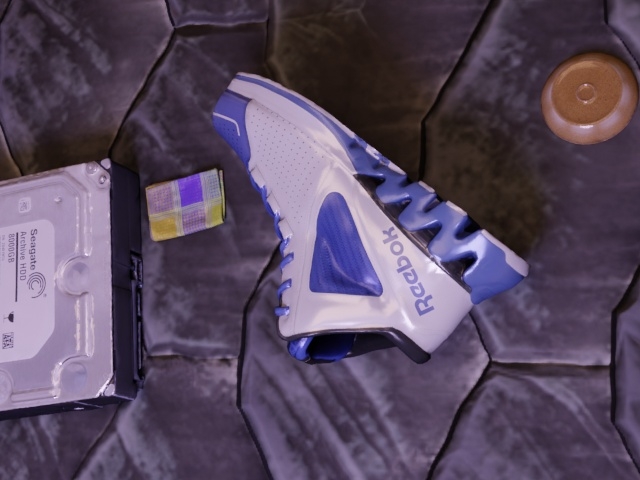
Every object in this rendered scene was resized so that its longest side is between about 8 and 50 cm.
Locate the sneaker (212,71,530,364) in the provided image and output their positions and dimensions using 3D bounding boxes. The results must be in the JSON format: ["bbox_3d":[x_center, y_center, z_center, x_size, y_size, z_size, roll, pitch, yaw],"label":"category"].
[{"bbox_3d":[0.001,0.001,0.996,0.315,0.127,0.182,37,91,25],"label":"sneaker"}]

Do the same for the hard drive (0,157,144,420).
[{"bbox_3d":[-0.338,0.063,1.164,0.339,0.064,0.237,-9,74,20],"label":"hard drive"}]

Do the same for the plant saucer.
[{"bbox_3d":[0.228,-0.124,0.992,0.083,0.015,0.083,-6,75,22],"label":"plant saucer"}]

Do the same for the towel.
[{"bbox_3d":[-0.131,-0.034,1.128,0.083,0.009,0.060,-12,71,21],"label":"towel"}]
